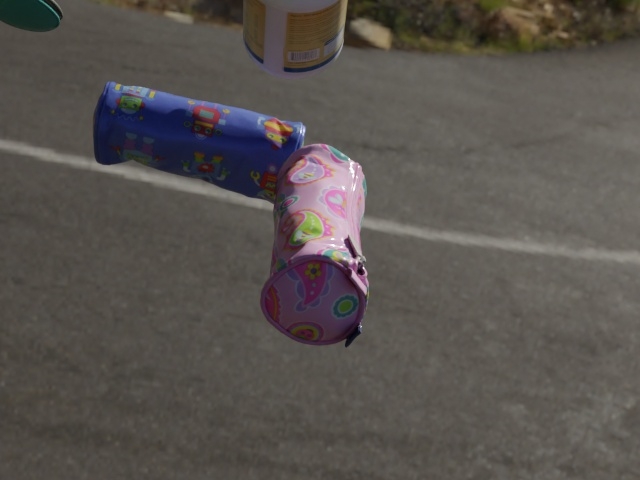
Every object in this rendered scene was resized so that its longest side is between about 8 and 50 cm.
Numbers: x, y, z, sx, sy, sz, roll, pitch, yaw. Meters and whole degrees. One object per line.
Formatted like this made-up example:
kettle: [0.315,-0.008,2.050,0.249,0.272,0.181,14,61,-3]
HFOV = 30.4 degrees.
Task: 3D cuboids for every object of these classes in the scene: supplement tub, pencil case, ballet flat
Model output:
supplement tub: [-0.033,-0.332,1.600,0.144,0.200,0.144,2,58,-3]
pencil case: [-0.172,-0.136,1.679,0.306,0.133,0.119,13,57,-5]
pencil case: [0.000,0.000,1.347,0.124,0.124,0.284,10,30,-5]
ballet flat: [-0.377,-0.298,1.349,0.072,0.068,0.213,-20,-15,28]
